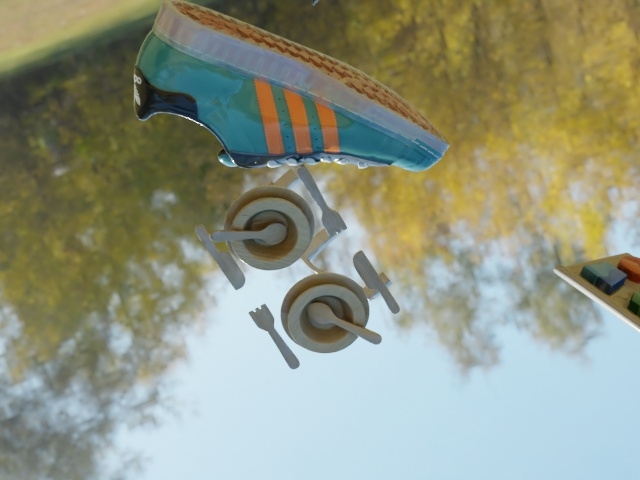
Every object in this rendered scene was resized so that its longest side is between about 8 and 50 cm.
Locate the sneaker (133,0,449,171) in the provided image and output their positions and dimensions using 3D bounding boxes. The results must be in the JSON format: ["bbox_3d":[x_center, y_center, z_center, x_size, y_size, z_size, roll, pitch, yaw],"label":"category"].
[{"bbox_3d":[-0.031,-0.116,1.323,0.302,0.121,0.108,22,-161,-14],"label":"sneaker"}]

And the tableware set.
[{"bbox_3d":[-0.021,0.035,1.342,0.128,0.194,0.039,-30,-155,8],"label":"tableware set"}]

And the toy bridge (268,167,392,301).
[{"bbox_3d":[0.000,0.000,1.666,0.063,0.188,0.026,-42,169,1],"label":"toy bridge"}]

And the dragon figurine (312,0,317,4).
[{"bbox_3d":[-0.027,-0.418,1.614,0.144,0.289,0.085,14,-133,3],"label":"dragon figurine"}]

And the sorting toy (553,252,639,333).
[{"bbox_3d":[0.543,0.105,2.220,0.229,0.041,0.307,-5,-146,-44],"label":"sorting toy"}]
